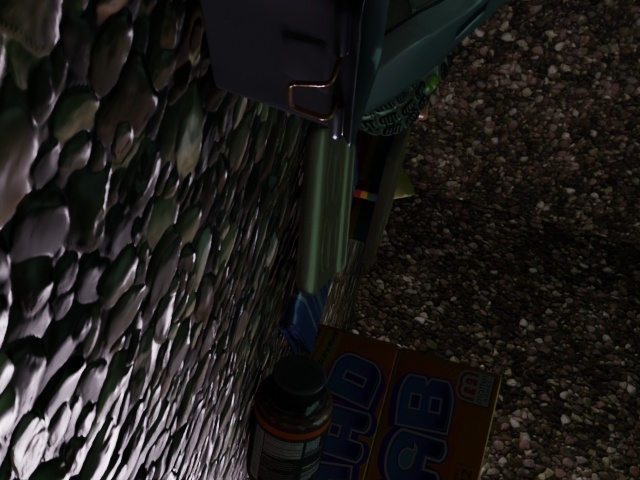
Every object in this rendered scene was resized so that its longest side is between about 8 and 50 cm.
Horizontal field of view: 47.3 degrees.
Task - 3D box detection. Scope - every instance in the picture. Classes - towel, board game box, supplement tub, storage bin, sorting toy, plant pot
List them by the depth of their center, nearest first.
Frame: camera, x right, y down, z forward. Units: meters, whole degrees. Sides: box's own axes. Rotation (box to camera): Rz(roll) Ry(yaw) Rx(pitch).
[{"bbox_3d":[-0.015,-0.118,0.394,0.135,0.091,0.098,90,16,-64],"label":"storage bin"},{"bbox_3d":[0.003,-0.040,0.919,0.208,0.038,0.192,-20,115,-77],"label":"sorting toy"},{"bbox_3d":[-0.040,0.245,0.978,0.106,0.106,0.197,-66,170,-54],"label":"supplement tub"},{"bbox_3d":[0.000,0.000,1.121,0.243,0.040,0.335,78,26,-72],"label":"towel"},{"bbox_3d":[0.096,0.390,1.377,0.356,0.357,0.356,82,23,-75],"label":"board game box"},{"bbox_3d":[0.113,-0.125,1.533,0.255,0.090,0.257,-66,170,-54],"label":"sorting toy"},{"bbox_3d":[0.164,-0.153,1.840,0.134,0.134,0.095,-40,121,-79],"label":"plant pot"}]

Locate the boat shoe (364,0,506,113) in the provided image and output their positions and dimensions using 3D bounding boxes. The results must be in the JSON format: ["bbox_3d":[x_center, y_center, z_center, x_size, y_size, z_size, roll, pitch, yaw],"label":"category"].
[{"bbox_3d":[0.116,-0.315,0.937,0.367,0.156,0.136,-43,169,-15],"label":"boat shoe"}]

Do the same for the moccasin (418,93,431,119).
[{"bbox_3d":[0.250,-0.446,1.710,0.139,0.147,0.380,94,12,-60],"label":"moccasin"}]

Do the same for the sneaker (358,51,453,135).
[{"bbox_3d":[0.100,-0.238,1.093,0.279,0.118,0.107,-45,126,-40],"label":"sneaker"}]
